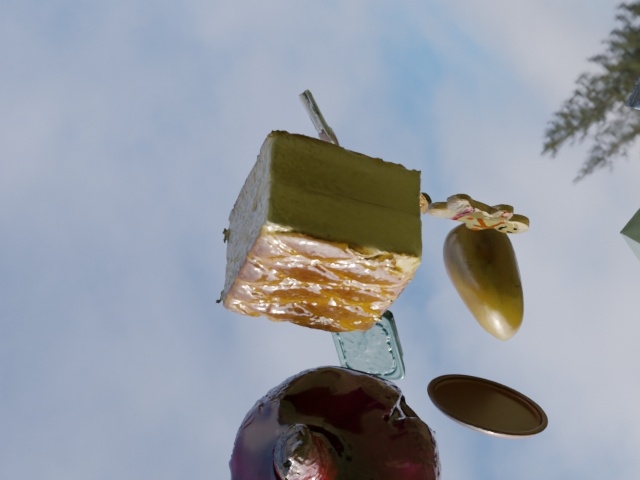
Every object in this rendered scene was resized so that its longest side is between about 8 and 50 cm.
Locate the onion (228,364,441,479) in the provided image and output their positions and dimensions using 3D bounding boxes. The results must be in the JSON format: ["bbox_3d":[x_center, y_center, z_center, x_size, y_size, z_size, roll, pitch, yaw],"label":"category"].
[{"bbox_3d":[0.006,0.411,1.612,0.398,0.398,0.420,52,-173,17],"label":"onion"}]

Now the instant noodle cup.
[{"bbox_3d":[0.113,0.225,2.036,0.070,0.157,0.179,-45,-54,-53],"label":"instant noodle cup"}]

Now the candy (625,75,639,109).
[{"bbox_3d":[0.465,-0.197,1.164,0.038,0.088,0.136,16,-172,-43],"label":"candy"}]

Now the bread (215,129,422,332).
[{"bbox_3d":[0.000,0.000,1.472,0.279,0.279,0.207,15,-126,-17],"label":"bread"}]

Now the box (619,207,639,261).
[{"bbox_3d":[0.649,0.004,1.659,0.086,0.129,0.225,38,179,45],"label":"box"}]

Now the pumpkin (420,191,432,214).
[{"bbox_3d":[0.263,-0.097,2.276,0.050,0.028,0.083,64,172,7],"label":"pumpkin"}]

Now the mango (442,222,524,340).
[{"bbox_3d":[0.403,0.087,2.222,0.211,0.172,0.317,43,-153,-57],"label":"mango"}]

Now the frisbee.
[{"bbox_3d":[0.337,0.335,1.852,0.250,0.021,0.251,11,-163,-3],"label":"frisbee"}]

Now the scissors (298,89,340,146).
[{"bbox_3d":[0.020,-0.214,1.960,0.242,0.030,0.118,60,-164,-20],"label":"scissors"}]

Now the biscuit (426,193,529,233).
[{"bbox_3d":[0.368,-0.054,2.054,0.234,0.153,0.030,16,-107,-24],"label":"biscuit"}]
